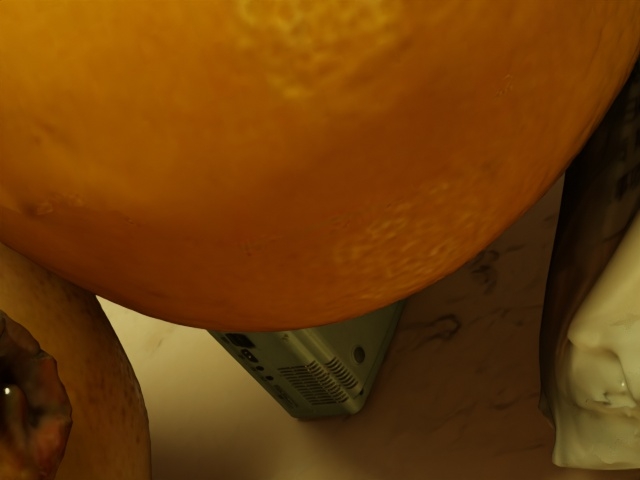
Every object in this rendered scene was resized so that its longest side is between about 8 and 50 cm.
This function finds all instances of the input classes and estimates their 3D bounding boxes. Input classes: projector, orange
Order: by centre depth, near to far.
[{"bbox_3d":[-0.027,-0.119,0.435,0.312,0.312,0.312,-27,35,21],"label":"orange"},{"bbox_3d":[0.000,0.000,0.612,0.061,0.115,0.147,-8,45,37],"label":"projector"}]

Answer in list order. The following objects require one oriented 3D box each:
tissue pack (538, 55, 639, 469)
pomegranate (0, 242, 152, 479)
[{"bbox_3d":[0.241,-0.111,0.411,0.375,0.195,0.390,-14,50,49],"label":"tissue pack"},{"bbox_3d":[-0.250,0.118,0.478,0.416,0.417,0.417,-27,35,21],"label":"pomegranate"}]
